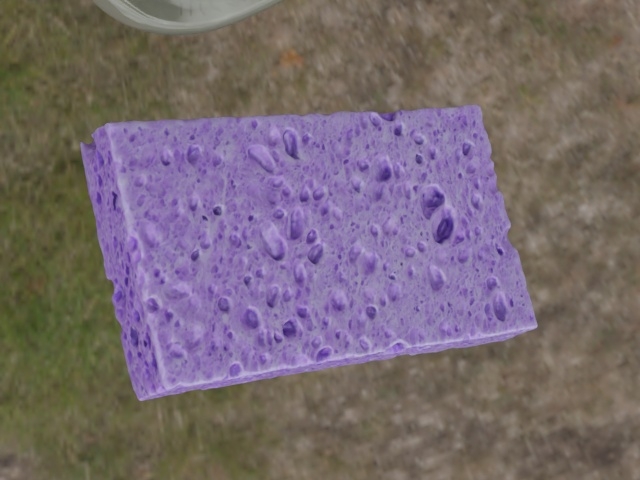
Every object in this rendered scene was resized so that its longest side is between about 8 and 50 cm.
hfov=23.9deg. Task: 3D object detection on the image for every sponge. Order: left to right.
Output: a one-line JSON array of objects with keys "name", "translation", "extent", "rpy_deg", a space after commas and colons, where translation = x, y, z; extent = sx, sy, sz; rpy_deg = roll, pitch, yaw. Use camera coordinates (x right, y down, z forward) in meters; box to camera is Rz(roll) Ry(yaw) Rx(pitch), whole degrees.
[{"name": "sponge", "translation": [0.000, 0.000, 0.694], "extent": [0.210, 0.117, 0.031], "rpy_deg": [-6, 169, -35]}]

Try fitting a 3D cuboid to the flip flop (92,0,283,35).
[{"name": "flip flop", "translation": [0.043, -0.154, 0.452], "extent": [0.277, 0.080, 0.112], "rpy_deg": [-33, 114, -3]}]
